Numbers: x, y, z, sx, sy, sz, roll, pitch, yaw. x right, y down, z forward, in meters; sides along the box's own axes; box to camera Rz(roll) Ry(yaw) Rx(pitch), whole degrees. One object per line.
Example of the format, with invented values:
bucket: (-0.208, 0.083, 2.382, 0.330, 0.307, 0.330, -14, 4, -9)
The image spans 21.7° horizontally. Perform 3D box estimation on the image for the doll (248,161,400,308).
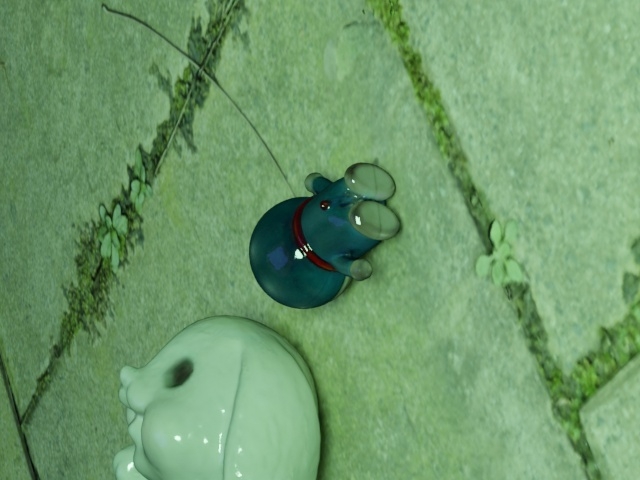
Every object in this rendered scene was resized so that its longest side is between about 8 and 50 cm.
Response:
doll: (0.000, 0.000, 1.279, 0.152, 0.085, 0.114, -39, 47, 44)

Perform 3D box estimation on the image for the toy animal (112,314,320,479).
toy animal: (-0.074, 0.216, 1.363, 0.249, 0.174, 0.289, -120, 34, -56)
